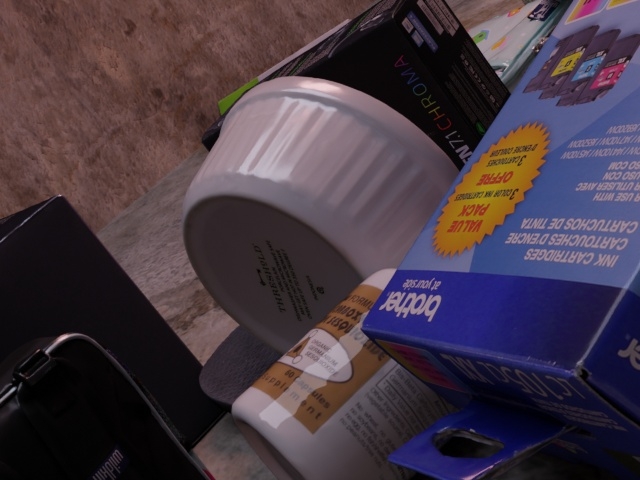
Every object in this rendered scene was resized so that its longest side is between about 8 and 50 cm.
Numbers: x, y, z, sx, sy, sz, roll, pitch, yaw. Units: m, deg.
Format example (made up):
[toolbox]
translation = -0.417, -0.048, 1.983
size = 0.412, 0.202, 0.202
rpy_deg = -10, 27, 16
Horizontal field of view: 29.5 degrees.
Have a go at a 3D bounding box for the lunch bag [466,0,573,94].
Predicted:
[lunch bag]
translation = 0.199, -0.184, 1.482
size = 0.224, 0.108, 0.279
rpy_deg = -46, 17, -31

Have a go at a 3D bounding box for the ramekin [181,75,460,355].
[ramekin]
translation = 0.000, 0.000, 1.073
size = 0.273, 0.273, 0.127
rpy_deg = -19, 27, 52

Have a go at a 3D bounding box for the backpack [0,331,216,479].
[backpack]
translation = -0.185, 0.222, 0.869
size = 0.191, 0.253, 0.225
rpy_deg = -26, 19, 53

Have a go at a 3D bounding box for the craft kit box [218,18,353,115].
[craft kit box]
translation = -0.007, -0.110, 1.516
size = 0.061, 0.247, 0.250
rpy_deg = 6, -24, -46

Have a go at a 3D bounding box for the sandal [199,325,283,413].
[sandal]
translation = -0.051, 0.148, 1.194
size = 0.097, 0.054, 0.254
rpy_deg = -44, 25, -6

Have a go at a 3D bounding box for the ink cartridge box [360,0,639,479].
[ink cartridge box]
translation = 0.196, -0.004, 0.748
size = 0.395, 0.151, 0.270
rpy_deg = -58, 19, -12

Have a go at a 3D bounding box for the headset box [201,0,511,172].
[headset box]
translation = 0.053, -0.091, 1.264
size = 0.283, 0.246, 0.131
rpy_deg = -27, 17, 34

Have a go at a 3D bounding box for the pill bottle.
[pill bottle]
translation = 0.057, 0.096, 0.911
size = 0.229, 0.131, 0.131
rpy_deg = -42, 15, -16

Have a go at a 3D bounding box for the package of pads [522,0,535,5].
[package of pads]
translation = 0.398, -0.350, 1.527
size = 0.229, 0.101, 0.296
rpy_deg = -39, 15, 0

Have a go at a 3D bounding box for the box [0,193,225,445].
[box]
translation = -0.297, 0.128, 1.342
size = 0.183, 0.296, 0.294
rpy_deg = -44, 16, -25
